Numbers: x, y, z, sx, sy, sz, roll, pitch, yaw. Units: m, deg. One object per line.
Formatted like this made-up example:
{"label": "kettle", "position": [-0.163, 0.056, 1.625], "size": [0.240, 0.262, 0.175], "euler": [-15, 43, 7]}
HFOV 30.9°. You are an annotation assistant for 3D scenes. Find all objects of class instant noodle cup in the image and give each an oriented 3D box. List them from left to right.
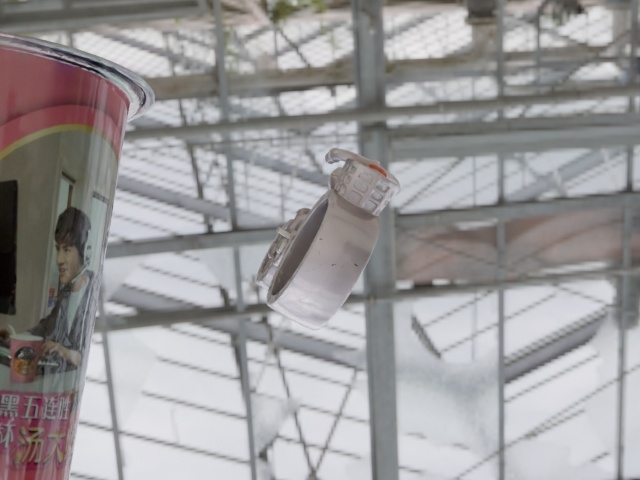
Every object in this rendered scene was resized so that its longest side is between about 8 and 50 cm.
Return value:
{"label": "instant noodle cup", "position": [-0.223, 0.025, 0.679], "size": [0.243, 0.255, 0.244], "euler": [2, 171, 0]}

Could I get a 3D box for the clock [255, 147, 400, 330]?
{"label": "clock", "position": [0.000, 0.000, 0.585], "size": [0.041, 0.087, 0.129], "euler": [29, 174, -10]}
